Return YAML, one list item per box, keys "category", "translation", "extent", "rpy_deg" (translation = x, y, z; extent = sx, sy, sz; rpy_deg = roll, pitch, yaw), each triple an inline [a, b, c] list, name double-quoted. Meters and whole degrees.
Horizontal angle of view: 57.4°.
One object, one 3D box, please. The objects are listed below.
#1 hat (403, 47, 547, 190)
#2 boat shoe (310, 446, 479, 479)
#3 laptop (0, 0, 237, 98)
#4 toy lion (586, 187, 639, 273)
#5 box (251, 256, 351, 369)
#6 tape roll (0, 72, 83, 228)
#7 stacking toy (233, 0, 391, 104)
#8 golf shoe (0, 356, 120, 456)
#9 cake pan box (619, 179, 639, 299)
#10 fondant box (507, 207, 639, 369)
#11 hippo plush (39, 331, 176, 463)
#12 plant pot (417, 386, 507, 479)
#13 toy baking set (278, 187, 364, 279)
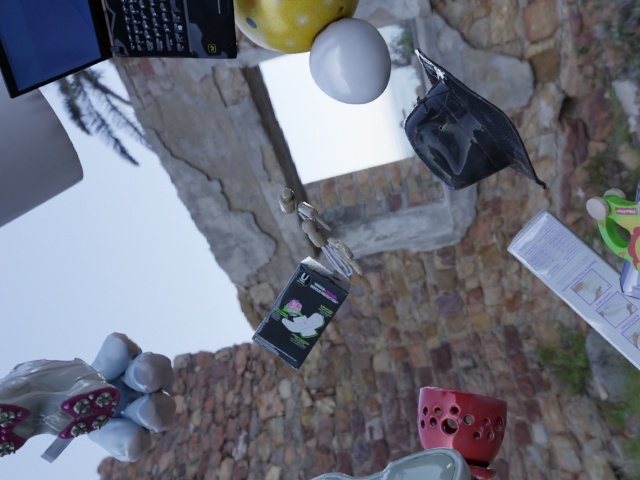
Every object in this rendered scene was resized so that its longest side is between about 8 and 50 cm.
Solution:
- category: "hat"
  translation: [0.233, -0.175, 1.021]
  extent: [0.331, 0.134, 0.331]
  rpy_deg: [47, -170, -11]
- category: "boat shoe"
  translation: [0.062, 0.357, 0.728]
  extent: [0.113, 0.340, 0.127]
  rpy_deg: [51, -150, -10]
- category: "laptop"
  translation: [-0.243, -0.300, 0.685]
  extent: [0.136, 0.264, 0.234]
  rpy_deg: [-91, 2, -48]
- category: "toy lion"
  translation: [0.312, -0.001, 0.559]
  extent: [0.096, 0.034, 0.100]
  rpy_deg: [70, 164, -11]
- category: "box"
  translation: [-0.016, 0.064, 0.538]
  extent: [0.052, 0.083, 0.062]
  rpy_deg: [34, -173, 2]
- category: "tape roll"
  translation: [-0.528, -0.156, 0.941]
  extent: [0.246, 0.169, 0.246]
  rpy_deg: [36, 148, 27]
- category: "stacking toy"
  translation: [-0.051, -0.405, 0.863]
  extent: [0.480, 0.351, 0.350]
  rpy_deg: [54, -174, 9]
- category: "golf shoe"
  translation: [-0.485, 0.259, 0.935]
  extent: [0.306, 0.115, 0.140]
  rpy_deg: [6, -154, -49]
- category: "cake pan box"
  translation: [0.466, -0.026, 0.583]
  extent: [0.070, 0.267, 0.245]
  rpy_deg: [-18, -58, -67]
- category: "fondant box"
  translation: [0.489, 0.086, 1.029]
  extent: [0.330, 0.096, 0.238]
  rpy_deg: [44, -162, 12]
- category: "hippo plush"
  translation: [-0.406, 0.351, 1.234]
  extent: [0.234, 0.294, 0.236]
  rpy_deg: [47, 174, 16]
- category: "plant pot"
  translation: [0.300, 0.419, 1.271]
  extent: [0.191, 0.191, 0.174]
  rpy_deg: [57, -136, -66]
- category: "toy baking set"
  translation: [-0.005, -0.005, 1.040]
  extent: [0.197, 0.030, 0.256]
  rpy_deg: [49, 174, 0]
